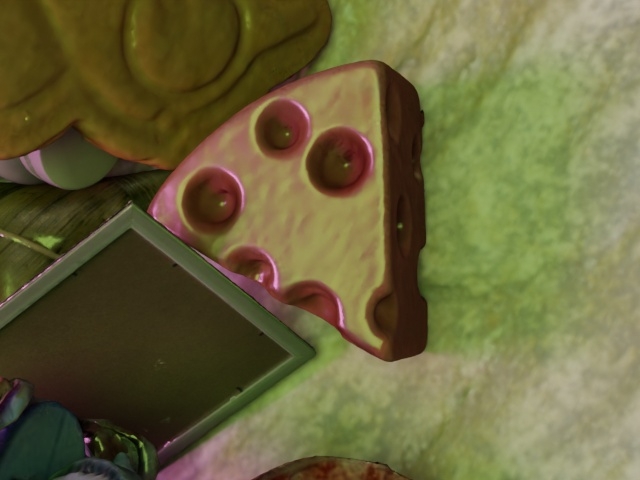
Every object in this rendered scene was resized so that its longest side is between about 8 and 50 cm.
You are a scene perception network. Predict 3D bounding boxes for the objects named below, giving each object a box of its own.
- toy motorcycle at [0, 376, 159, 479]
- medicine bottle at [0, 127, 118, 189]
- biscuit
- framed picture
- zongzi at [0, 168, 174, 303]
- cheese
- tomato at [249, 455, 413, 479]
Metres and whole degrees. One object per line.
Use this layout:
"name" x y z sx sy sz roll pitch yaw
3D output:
"toy motorcycle" -0.224 0.253 0.808 0.182 0.241 0.319 35 86 -17
"medicine bottle" -0.235 -0.106 0.933 0.191 0.107 0.107 26 93 36
"biscuit" -0.111 -0.190 0.856 0.376 0.051 0.269 -36 115 -27
"framed picture" -0.167 0.104 0.888 0.274 0.217 0.017 -35 41 11
"zongzi" -0.231 -0.032 0.971 0.205 0.094 0.204 35 79 22
"cheese" -0.021 -0.017 0.891 0.177 0.128 0.203 -1 90 17
"tomato" -0.030 0.302 0.839 0.309 0.170 0.309 9 70 -25
